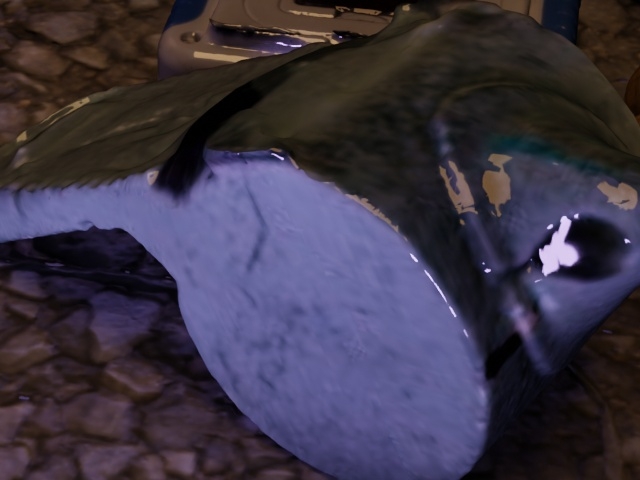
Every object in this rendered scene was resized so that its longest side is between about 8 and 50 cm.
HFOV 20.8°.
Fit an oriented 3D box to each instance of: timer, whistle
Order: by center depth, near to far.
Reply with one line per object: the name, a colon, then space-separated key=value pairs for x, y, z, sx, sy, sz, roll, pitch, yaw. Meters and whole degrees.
whistle: x=-0.013 y=-0.027 z=0.874 sx=0.404 sy=0.188 sz=0.168 roll=26 pitch=46 yaw=27
timer: x=0.035 y=-0.136 z=1.090 sx=0.253 sy=0.078 sz=0.178 roll=7 pitch=41 yaw=6

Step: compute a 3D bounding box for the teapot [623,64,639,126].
teapot: x=0.250 y=-0.072 z=0.930 sx=0.311 sy=0.167 sz=0.203 roll=-23 pitch=49 yaw=-5
